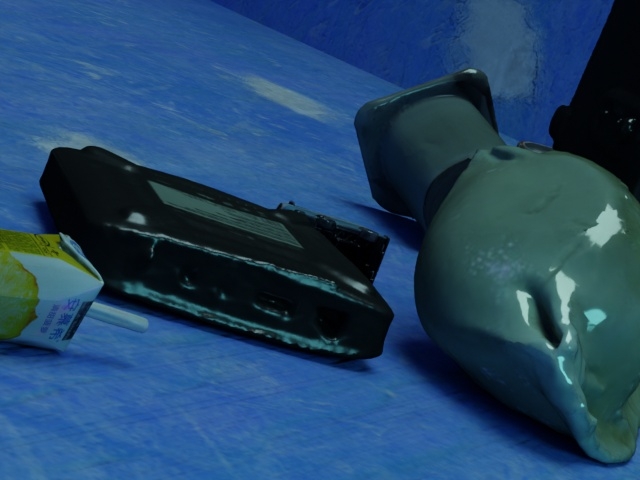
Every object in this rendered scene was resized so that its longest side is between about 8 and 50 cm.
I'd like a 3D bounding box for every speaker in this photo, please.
[{"bbox_3d":[0.380,-0.150,1.740,0.184,0.232,0.254,20,12,-17],"label":"speaker"}]

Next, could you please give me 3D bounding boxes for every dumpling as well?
[{"bbox_3d":[0.224,0.046,1.554,0.270,0.320,0.212,27,-32,-1],"label":"dumpling"}]

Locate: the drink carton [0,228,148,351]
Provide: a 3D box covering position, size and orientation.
[{"bbox_3d":[-0.209,0.032,1.177,0.200,0.084,0.074,10,27,-48],"label":"drink carton"}]

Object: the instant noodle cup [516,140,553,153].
[{"bbox_3d":[0.266,0.018,1.828,0.250,0.192,0.250,20,12,-4],"label":"instant noodle cup"}]

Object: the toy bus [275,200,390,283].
[{"bbox_3d":[0.000,0.000,1.758,0.123,0.060,0.075,16,8,-35],"label":"toy bus"}]

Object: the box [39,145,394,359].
[{"bbox_3d":[-0.097,0.004,1.522,0.290,0.073,0.289,18,12,-20],"label":"box"}]

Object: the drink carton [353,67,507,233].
[{"bbox_3d":[0.172,-0.082,2.137,0.185,0.191,0.189,-20,33,-11],"label":"drink carton"}]
